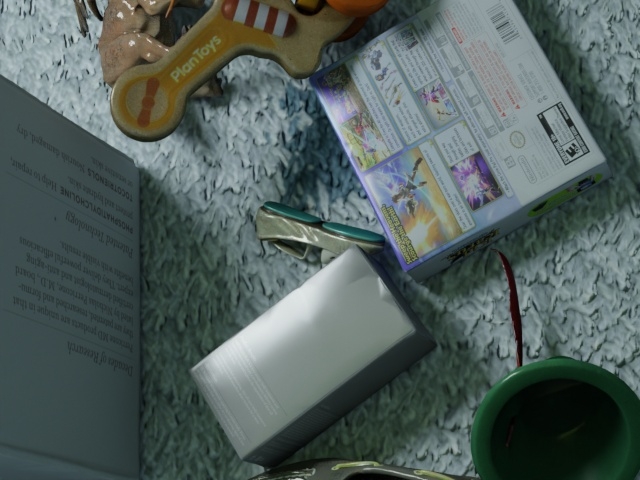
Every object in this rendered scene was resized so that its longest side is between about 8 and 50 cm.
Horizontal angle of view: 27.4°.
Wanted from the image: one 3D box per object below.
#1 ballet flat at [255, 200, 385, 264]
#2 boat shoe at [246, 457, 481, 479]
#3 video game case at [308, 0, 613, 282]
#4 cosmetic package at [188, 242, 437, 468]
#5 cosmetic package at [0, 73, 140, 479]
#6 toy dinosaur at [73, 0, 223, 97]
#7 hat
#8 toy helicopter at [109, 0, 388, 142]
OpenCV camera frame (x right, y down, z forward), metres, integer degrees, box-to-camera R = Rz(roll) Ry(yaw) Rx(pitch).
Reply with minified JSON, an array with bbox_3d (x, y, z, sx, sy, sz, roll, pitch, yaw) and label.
[{"bbox_3d":[0.000,0.000,1.487,0.168,0.057,0.052,18,105,29],"label":"ballet flat"},{"bbox_3d":[0.036,0.279,1.369,0.304,0.091,0.109,-2,75,20],"label":"boat shoe"},{"bbox_3d":[0.150,-0.128,1.453,0.244,0.061,0.270,-29,68,10],"label":"video game case"},{"bbox_3d":[-0.008,0.127,1.424,0.238,0.107,0.127,-35,67,6],"label":"cosmetic package"},{"bbox_3d":[-0.416,0.073,1.466,0.329,0.327,0.394,-8,72,19],"label":"cosmetic package"},{"bbox_3d":[-0.230,-0.253,1.598,0.200,0.127,0.296,-6,78,19],"label":"toy dinosaur"},{"bbox_3d":[0.242,0.152,1.365,0.172,0.183,0.209,11,113,0],"label":"hat"},{"bbox_3d":[-0.105,-0.254,1.453,0.355,0.140,0.235,-45,95,-14],"label":"toy helicopter"}]
